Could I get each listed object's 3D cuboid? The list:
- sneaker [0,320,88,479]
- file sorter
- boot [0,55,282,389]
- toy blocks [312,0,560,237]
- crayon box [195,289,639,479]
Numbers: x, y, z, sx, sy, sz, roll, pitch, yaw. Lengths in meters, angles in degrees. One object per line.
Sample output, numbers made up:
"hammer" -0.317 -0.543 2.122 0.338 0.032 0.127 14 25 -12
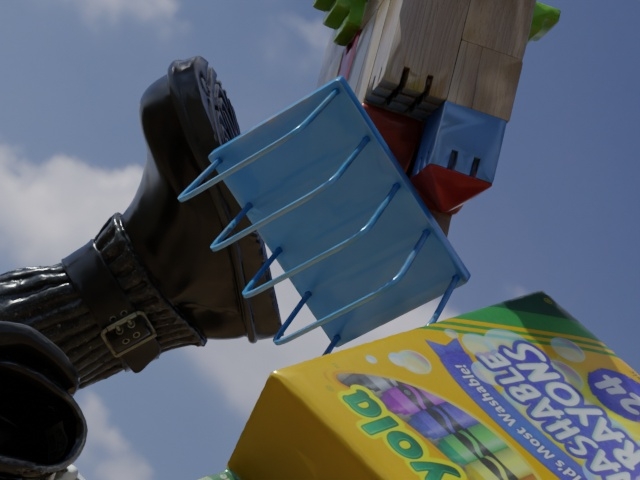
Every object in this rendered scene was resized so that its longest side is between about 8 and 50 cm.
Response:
"sneaker" -0.224 0.180 1.097 0.257 0.169 0.447 3 -32 41
"file sorter" 0.000 0.000 1.112 0.118 0.104 0.170 -28 -78 27
"boot" -0.183 0.004 1.465 0.260 0.131 0.348 -12 -46 -1
"toy blocks" 0.057 -0.078 1.263 0.191 0.261 0.381 17 -17 -10
"crayon box" 0.095 0.145 0.949 0.203 0.323 0.083 43 -55 28
